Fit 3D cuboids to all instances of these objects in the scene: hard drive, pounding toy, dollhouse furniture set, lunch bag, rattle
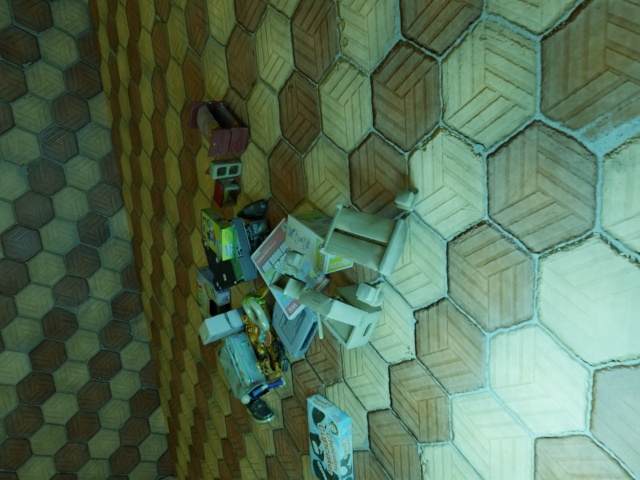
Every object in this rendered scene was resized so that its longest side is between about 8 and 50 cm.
[{"bbox_3d":[-0.360,0.061,1.862,0.339,0.064,0.236,-24,82,58],"label":"hard drive"},{"bbox_3d":[0.062,0.219,1.412,0.206,0.094,0.181,44,125,39],"label":"pounding toy"},{"bbox_3d":[0.082,0.027,1.256,0.303,0.174,0.355,20,84,36],"label":"dollhouse furniture set"},{"bbox_3d":[-0.412,-0.326,1.852,0.201,0.152,0.374,50,138,33],"label":"dollhouse furniture set"},{"bbox_3d":[-0.355,0.556,2.128,0.279,0.108,0.224,60,143,23],"label":"lunch bag"},{"bbox_3d":[-0.205,0.278,1.823,0.130,0.143,0.199,-35,90,44],"label":"rattle"}]

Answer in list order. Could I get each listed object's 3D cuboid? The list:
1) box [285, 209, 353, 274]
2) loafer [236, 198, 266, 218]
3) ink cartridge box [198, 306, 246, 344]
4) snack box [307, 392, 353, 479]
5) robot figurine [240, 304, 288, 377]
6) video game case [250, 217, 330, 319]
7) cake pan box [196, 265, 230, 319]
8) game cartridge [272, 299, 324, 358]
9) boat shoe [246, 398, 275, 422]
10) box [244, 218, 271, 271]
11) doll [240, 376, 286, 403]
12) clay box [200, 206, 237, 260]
[{"bbox_3d":[0.000,0.000,1.416,0.203,0.114,0.103,36,128,42],"label":"box"},{"bbox_3d":[-0.258,-0.110,1.791,0.170,0.061,0.062,-26,79,54],"label":"loafer"},{"bbox_3d":[-0.417,0.369,2.075,0.139,0.191,0.082,-46,64,51],"label":"ink cartridge box"},{"bbox_3d":[0.033,0.724,1.678,0.187,0.060,0.321,18,116,51],"label":"snack box"},{"bbox_3d":[-0.224,0.413,1.911,0.211,0.085,0.290,-35,73,55],"label":"robot figurine"},{"bbox_3d":[-0.108,0.092,1.610,0.204,0.025,0.285,-48,60,21],"label":"video game case"},{"bbox_3d":[-0.516,0.290,2.301,0.267,0.070,0.245,37,132,42],"label":"cake pan box"},{"bbox_3d":[-0.087,0.263,1.692,0.198,0.062,0.297,58,142,32],"label":"game cartridge"},{"bbox_3d":[-0.275,0.740,2.106,0.224,0.080,0.073,-4,103,60],"label":"boat shoe"},{"bbox_3d":[-0.239,0.026,1.797,0.147,0.078,0.180,-21,85,57],"label":"box"},{"bbox_3d":[-0.231,0.594,1.892,0.046,0.189,0.129,64,144,17],"label":"doll"},{"bbox_3d":[-0.369,-0.021,1.737,0.222,0.053,0.127,36,131,46],"label":"clay box"}]
